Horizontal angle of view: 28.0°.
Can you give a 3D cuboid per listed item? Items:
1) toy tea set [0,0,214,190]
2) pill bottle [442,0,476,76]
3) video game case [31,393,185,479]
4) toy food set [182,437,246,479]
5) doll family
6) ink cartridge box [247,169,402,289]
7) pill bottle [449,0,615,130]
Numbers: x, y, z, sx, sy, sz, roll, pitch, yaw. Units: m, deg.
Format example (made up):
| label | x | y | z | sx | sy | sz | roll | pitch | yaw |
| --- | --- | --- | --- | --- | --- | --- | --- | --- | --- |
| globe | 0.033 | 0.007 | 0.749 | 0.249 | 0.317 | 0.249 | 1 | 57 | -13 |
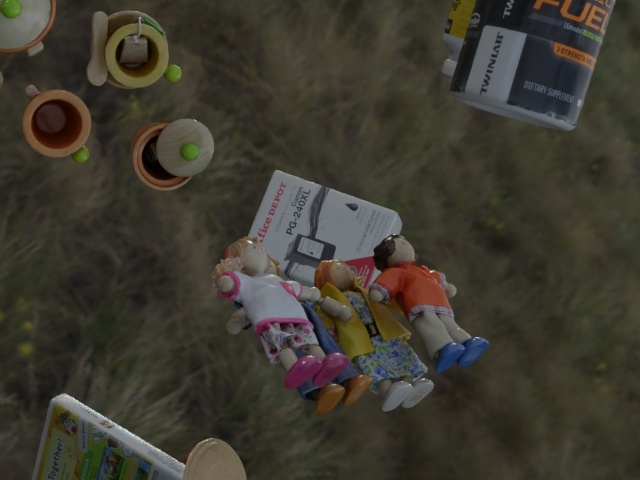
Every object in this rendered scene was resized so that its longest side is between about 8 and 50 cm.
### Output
| label | x | y | z | sx | sy | sz | roll | pitch | yaw |
| --- | --- | --- | --- | --- | --- | --- | --- | --- | --- |
| toy tea set | -0.255 | -0.165 | 1.339 | 0.336 | 0.200 | 0.124 | 18 | 8 | -23 |
| pill bottle | 0.249 | -0.338 | 1.979 | 0.103 | 0.184 | 0.103 | 15 | 12 | -3 |
| video game case | -0.198 | 0.289 | 1.239 | 0.206 | 0.227 | 0.026 | 27 | 26 | 20 |
| toy food set | -0.089 | 0.206 | 1.064 | 0.083 | 0.020 | 0.083 | -1 | 81 | -56 |
| doll family | 0.001 | 0.068 | 1.087 | 0.263 | 0.118 | 0.163 | 0 | 45 | -42 |
| ink cartridge box | 0.000 | 0.000 | 1.424 | 0.063 | 0.151 | 0.109 | 54 | 57 | -74 |
| pill bottle | 0.218 | -0.239 | 1.236 | 0.130 | 0.130 | 0.245 | 9 | 98 | -56 |
